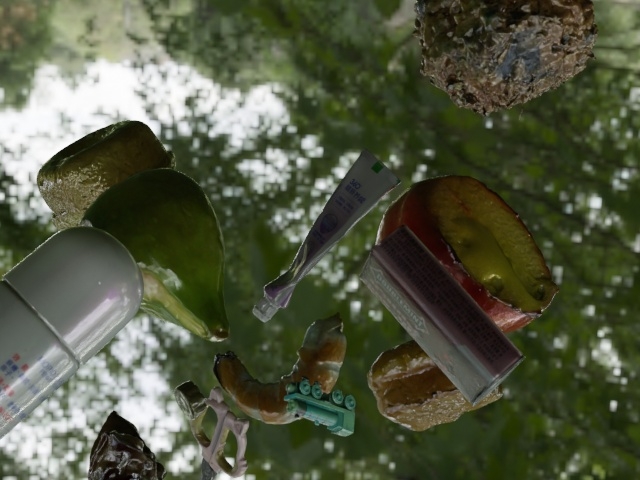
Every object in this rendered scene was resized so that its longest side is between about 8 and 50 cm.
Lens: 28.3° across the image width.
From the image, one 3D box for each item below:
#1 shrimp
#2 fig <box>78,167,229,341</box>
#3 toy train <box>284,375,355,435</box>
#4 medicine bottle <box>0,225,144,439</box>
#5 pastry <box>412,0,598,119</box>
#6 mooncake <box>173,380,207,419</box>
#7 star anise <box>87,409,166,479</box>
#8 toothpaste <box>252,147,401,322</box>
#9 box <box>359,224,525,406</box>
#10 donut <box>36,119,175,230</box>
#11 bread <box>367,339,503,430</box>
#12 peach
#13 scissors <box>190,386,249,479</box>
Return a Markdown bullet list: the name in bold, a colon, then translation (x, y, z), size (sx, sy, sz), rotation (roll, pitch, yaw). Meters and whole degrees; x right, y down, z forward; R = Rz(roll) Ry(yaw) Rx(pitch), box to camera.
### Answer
- **shrimp**: translation (-0.051, 0.147, 1.585), size (0.166, 0.161, 0.049), rotation (21, 172, 32)
- **fig**: translation (-0.207, 0.040, 1.777), size (0.275, 0.206, 0.206), rotation (49, -148, 19)
- **toy train**: translation (-0.001, 0.173, 1.319), size (0.092, 0.045, 0.029), rotation (24, 148, -36)
- **medicine bottle**: translation (-0.332, 0.120, 1.330), size (0.341, 0.130, 0.130), rotation (-42, -153, -13)
- **pastry**: translation (0.248, -0.309, 1.773), size (0.274, 0.275, 0.193), rotation (10, -174, 31)
- **mooncake**: translation (-0.247, 0.148, 1.984), size (0.057, 0.150, 0.347), rotation (-8, -123, -19)
- **star anise**: translation (-0.250, 0.392, 1.766), size (0.108, 0.315, 0.315), rotation (-22, -164, -7)
- **toothpaste**: translation (0.000, 0.000, 1.916), size (0.048, 0.301, 0.075), rotation (34, -173, -43)
- **box**: translation (0.148, 0.093, 1.573), size (0.069, 0.224, 0.120), rotation (-37, 169, -19)
- **donut**: translation (-0.356, -0.111, 2.109), size (0.208, 0.128, 0.261), rotation (-41, -160, -33)
- **bread**: translation (0.190, 0.221, 1.968), size (0.185, 0.109, 0.380), rotation (-21, 164, 7)
- **peach**: translation (0.263, 0.035, 2.252), size (0.338, 0.281, 0.281), rotation (23, -158, 37)
- **scissors**: translation (-0.199, 0.405, 2.322), size (0.024, 0.318, 0.160), rotation (-20, -127, -40)
